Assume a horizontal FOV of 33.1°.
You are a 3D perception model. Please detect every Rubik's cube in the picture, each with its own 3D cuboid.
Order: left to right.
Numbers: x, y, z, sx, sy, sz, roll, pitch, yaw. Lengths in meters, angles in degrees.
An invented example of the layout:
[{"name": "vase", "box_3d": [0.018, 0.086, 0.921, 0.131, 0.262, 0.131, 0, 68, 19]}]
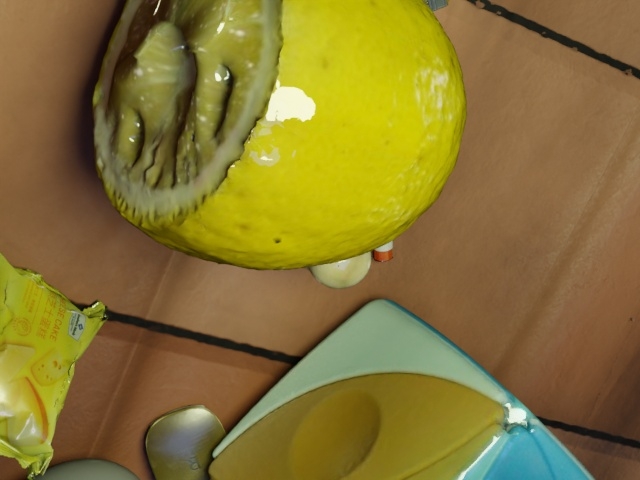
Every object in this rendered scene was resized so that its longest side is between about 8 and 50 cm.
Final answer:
[{"name": "Rubik's cube", "box_3d": [0.116, 0.325, 1.300, 0.352, 0.347, 0.351, -48, 124, -3]}]

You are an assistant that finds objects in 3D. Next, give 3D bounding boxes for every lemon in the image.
[{"name": "lemon", "box_3d": [-0.022, -0.129, 1.056, 0.364, 0.364, 0.364, -8, 117, -17]}]

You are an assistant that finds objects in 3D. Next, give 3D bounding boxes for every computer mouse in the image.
[{"name": "computer mouse", "box_3d": [-0.157, 0.299, 1.379, 0.102, 0.045, 0.199, -18, 119, -9]}]

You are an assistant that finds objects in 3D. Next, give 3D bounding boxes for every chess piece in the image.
[{"name": "chess piece", "box_3d": [0.000, 0.000, 1.218, 0.094, 0.170, 0.094, -9, 119, -16]}]

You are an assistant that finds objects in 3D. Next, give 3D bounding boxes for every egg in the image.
[{"name": "egg", "box_3d": [-0.300, 0.339, 1.285, 0.199, 0.146, 0.146, -15, 119, -5]}]

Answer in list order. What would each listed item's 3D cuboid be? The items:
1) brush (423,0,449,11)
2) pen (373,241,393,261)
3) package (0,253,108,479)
[{"name": "brush", "box_3d": [0.160, -0.295, 1.225, 0.170, 0.014, 0.043, -23, 122, -9]}, {"name": "pen", "box_3d": [0.071, -0.082, 1.287, 0.028, 0.028, 0.239, -12, 119, -15]}, {"name": "package", "box_3d": [-0.326, 0.129, 1.159, 0.168, 0.226, 0.090, 34, 144, -29]}]
